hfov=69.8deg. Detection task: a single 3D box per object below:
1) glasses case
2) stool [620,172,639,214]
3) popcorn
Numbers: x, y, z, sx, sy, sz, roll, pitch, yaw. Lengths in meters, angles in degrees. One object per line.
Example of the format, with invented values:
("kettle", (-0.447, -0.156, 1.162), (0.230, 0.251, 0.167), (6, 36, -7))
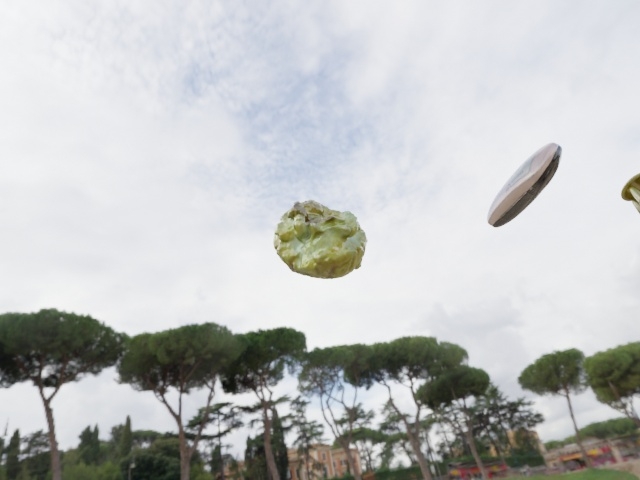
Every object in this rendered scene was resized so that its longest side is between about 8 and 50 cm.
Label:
("glasses case", (0.511, -0.132, 1.169), (0.075, 0.122, 0.314), (30, -21, 9))
("stool", (1.009, -0.139, 1.407), (0.134, 0.111, 0.135), (0, -51, -17))
("popcorn", (0.000, 0.000, 1.092), (0.220, 0.204, 0.184), (17, -68, 17))
